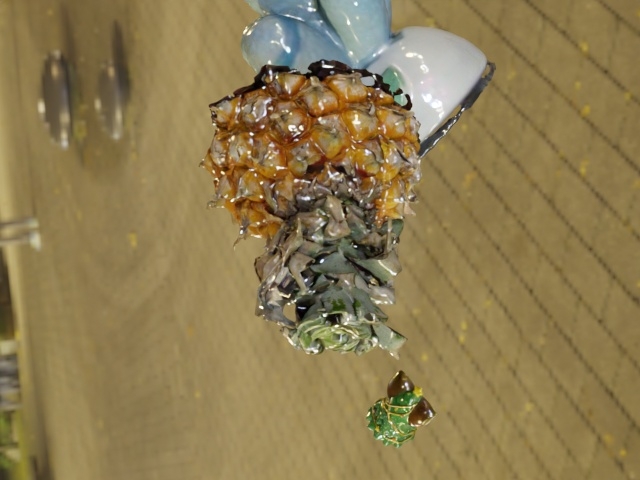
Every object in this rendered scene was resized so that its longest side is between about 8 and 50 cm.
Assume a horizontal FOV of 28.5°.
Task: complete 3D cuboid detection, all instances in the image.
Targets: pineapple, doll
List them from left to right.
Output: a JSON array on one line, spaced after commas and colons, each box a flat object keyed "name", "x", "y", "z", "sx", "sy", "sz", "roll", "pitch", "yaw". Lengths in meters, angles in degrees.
[{"name": "pineapple", "x": 0.000, "y": 0.000, "z": 1.263, "sx": 0.262, "sy": 0.263, "sz": 0.271, "roll": 102, "pitch": 167, "yaw": -45}, {"name": "doll", "x": 0.103, "y": 0.233, "z": 1.702, "sx": 0.078, "sy": 0.077, "sz": 0.113, "roll": 52, "pitch": 160, "yaw": 16}]

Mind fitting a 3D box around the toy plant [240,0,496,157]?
[{"name": "toy plant", "x": 0.027, "y": -0.250, "z": 1.578, "sx": 0.332, "sy": 0.247, "sz": 0.247, "roll": 44, "pitch": 166, "yaw": -10}]
